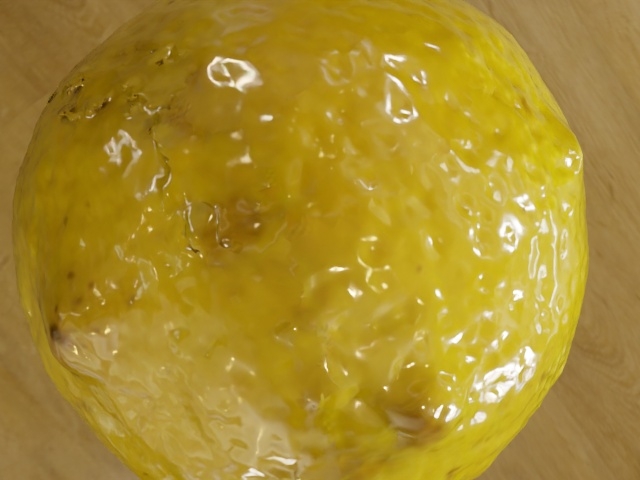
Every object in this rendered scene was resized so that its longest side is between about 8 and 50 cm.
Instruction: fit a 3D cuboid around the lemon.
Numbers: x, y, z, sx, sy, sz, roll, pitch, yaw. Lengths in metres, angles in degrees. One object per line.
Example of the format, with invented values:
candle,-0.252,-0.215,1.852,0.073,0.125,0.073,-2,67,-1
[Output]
lemon,0.000,0.000,0.700,0.349,0.387,0.350,21,122,37
